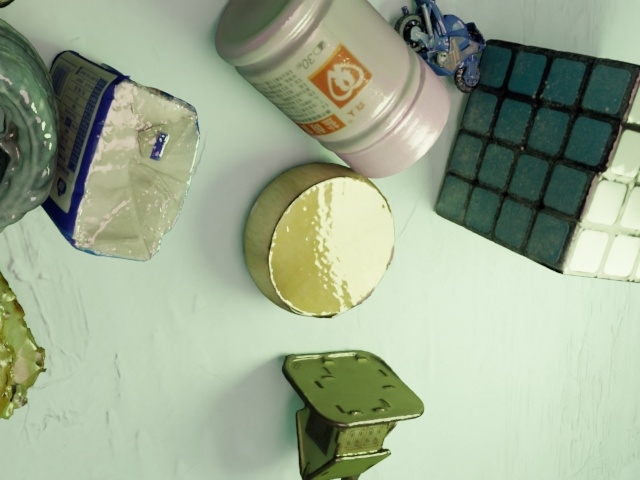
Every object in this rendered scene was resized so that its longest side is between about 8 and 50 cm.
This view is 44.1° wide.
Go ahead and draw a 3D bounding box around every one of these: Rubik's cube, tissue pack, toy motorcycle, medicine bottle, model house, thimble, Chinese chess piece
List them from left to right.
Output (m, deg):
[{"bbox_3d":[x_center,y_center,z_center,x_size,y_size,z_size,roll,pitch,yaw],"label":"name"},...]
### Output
[{"bbox_3d":[-0.397,-0.121,0.872,0.205,0.172,0.250,7,121,-29],"label":"thimble"},{"bbox_3d":[-0.267,-0.113,0.988,0.137,0.269,0.209,10,101,-34],"label":"tissue pack"},{"bbox_3d":[0.000,0.000,1.294,0.257,0.104,0.257,-12,114,-28],"label":"Chinese chess piece"},{"bbox_3d":[0.024,0.364,1.402,0.218,0.205,0.278,3,114,-31],"label":"model house"},{"bbox_3d":[0.023,-0.251,1.155,0.316,0.202,0.202,37,87,-35],"label":"medicine bottle"},{"bbox_3d":[0.208,-0.333,1.320,0.205,0.076,0.114,25,85,-33],"label":"toy motorcycle"},{"bbox_3d":[0.461,-0.136,1.382,0.344,0.344,0.337,6,104,-35],"label":"Rubik's cube"}]

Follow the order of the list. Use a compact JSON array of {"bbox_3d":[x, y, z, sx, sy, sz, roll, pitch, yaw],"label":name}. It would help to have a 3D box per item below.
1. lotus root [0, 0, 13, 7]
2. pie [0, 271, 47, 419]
[{"bbox_3d":[-0.408,-0.399,0.807,0.390,0.111,0.375,10,107,-64],"label":"lotus root"},{"bbox_3d":[-0.542,0.151,1.024,0.354,0.103,0.288,-8,106,-27],"label":"pie"}]
